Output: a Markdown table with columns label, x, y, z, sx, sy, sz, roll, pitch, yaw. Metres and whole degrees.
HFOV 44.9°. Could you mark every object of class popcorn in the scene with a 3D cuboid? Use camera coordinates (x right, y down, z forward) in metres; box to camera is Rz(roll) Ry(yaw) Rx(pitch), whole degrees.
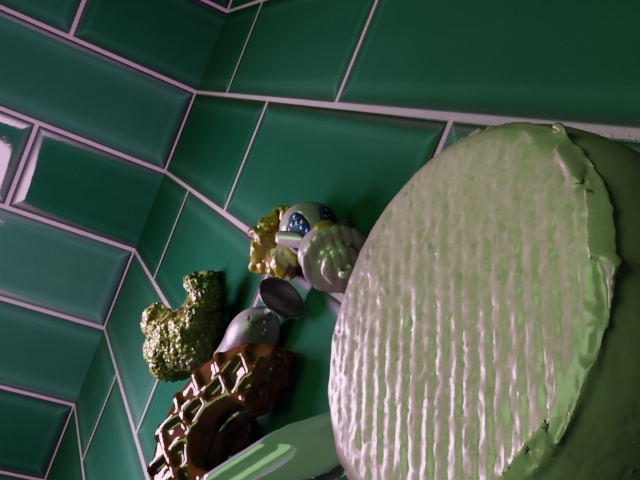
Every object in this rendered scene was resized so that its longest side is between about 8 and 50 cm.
| label | x | y | z | sx | sy | sz | roll | pitch | yaw |
| --- | --- | --- | --- | --- | --- | --- | --- | --- | --- |
| popcorn | -0.077 | 0.004 | 1.495 | 0.126 | 0.126 | 0.145 | -60 | -20 | -74 |

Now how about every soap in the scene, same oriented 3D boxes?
| label | x | y | z | sx | sy | sz | roll | pitch | yaw |
| --- | --- | --- | --- | --- | --- | --- | --- | --- | --- |
| soap | -0.067 | 0.379 | 1.058 | 0.323 | 0.193 | 0.109 | -34 | 28 | 10 |

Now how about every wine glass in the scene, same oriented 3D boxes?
| label | x | y | z | sx | sy | sz | roll | pitch | yaw |
| --- | --- | --- | --- | --- | --- | --- | --- | --- | --- |
| wine glass | -0.120 | 0.174 | 1.467 | 0.222 | 0.103 | 0.103 | -53 | 28 | 35 |

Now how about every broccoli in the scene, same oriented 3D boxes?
| label | x | y | z | sx | sy | sz | roll | pitch | yaw |
| --- | --- | --- | --- | --- | --- | --- | --- | --- | --- |
| broccoli | -0.318 | 0.166 | 1.795 | 0.254 | 0.186 | 0.302 | 135 | 142 | -61 |

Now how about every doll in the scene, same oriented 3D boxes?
| label | x | y | z | sx | sy | sz | roll | pitch | yaw |
| --- | --- | --- | --- | --- | --- | --- | --- | --- | --- |
| doll | 0.000 | 0.000 | 1.310 | 0.293 | 0.138 | 0.119 | -128 | 33 | -63 |

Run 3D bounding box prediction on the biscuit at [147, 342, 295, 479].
| label | x | y | z | sx | sy | sz | roll | pitch | yaw |
| --- | --- | --- | --- | --- | --- | --- | --- | --- | --- |
| biscuit | -0.172 | 0.356 | 1.330 | 0.268 | 0.115 | 0.366 | -18 | 47 | 33 |

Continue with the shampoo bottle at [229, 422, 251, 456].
| label | x | y | z | sx | sy | sz | roll | pitch | yaw |
| --- | --- | --- | --- | --- | --- | --- | --- | --- | --- |
| shampoo bottle | -0.200 | 0.348 | 1.546 | 0.086 | 0.055 | 0.227 | -64 | 23 | -2 |

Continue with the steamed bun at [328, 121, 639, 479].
| label | x | y | z | sx | sy | sz | roll | pitch | yaw |
| --- | --- | --- | --- | --- | --- | --- | --- | --- | --- |
| steamed bun | 0.183 | 0.096 | 0.673 | 0.374 | 0.241 | 0.375 | -42 | 35 | 39 |
